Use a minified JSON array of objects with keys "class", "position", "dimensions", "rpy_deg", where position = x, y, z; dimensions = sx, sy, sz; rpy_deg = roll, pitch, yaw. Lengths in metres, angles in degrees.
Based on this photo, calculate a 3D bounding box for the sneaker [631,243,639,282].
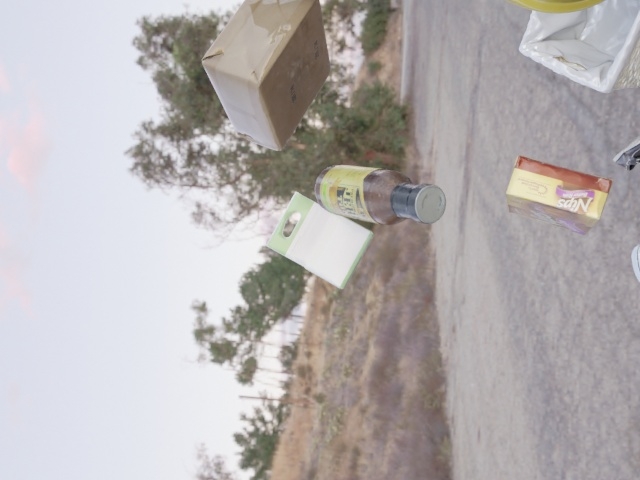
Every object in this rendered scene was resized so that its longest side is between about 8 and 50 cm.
[{"class":"sneaker","position":[0.889,0.113,1.694],"dimensions":[0.091,0.094,0.258],"rpy_deg":[106,147,-63]}]

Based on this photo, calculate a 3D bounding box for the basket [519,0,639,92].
[{"class":"basket","position":[0.807,-0.631,1.876],"dimensions":[0.328,0.266,0.331],"rpy_deg":[44,133,39]}]

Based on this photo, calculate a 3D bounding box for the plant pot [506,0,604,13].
[{"class":"plant pot","position":[0.296,-0.375,0.734],"dimensions":[0.239,0.254,0.254],"rpy_deg":[-94,4,-64]}]

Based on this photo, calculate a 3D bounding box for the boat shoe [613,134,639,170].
[{"class":"boat shoe","position":[0.894,-0.248,1.883],"dimensions":[0.075,0.065,0.206],"rpy_deg":[-42,-11,-1]}]

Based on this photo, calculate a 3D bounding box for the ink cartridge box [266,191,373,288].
[{"class":"ink cartridge box","position":[0.000,0.000,1.763],"dimensions":[0.171,0.235,0.056],"rpy_deg":[-61,-8,1]}]

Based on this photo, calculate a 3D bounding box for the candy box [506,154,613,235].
[{"class":"candy box","position":[0.295,-0.053,0.840],"dimensions":[0.186,0.109,0.053],"rpy_deg":[20,-92,-73]}]

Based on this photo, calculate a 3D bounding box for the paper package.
[{"class":"paper package","position":[-0.122,-0.447,1.712],"dimensions":[0.309,0.168,0.325],"rpy_deg":[-60,-17,-14]}]

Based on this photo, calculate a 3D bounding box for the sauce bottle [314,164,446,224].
[{"class":"sauce bottle","position":[0.109,-0.089,1.302],"dimensions":[0.344,0.111,0.111],"rpy_deg":[15,103,61]}]
